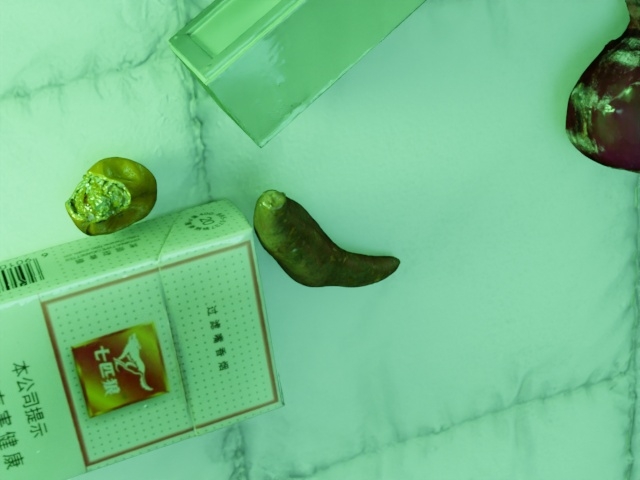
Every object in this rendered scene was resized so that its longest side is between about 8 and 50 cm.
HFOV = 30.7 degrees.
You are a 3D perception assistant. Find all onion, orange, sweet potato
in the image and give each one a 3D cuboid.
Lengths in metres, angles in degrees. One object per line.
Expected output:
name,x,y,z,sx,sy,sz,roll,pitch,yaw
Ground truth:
onion,0.348,-0.162,1.212,0.173,0.135,0.198,-12,115,-21
orange,-0.194,-0.043,1.077,0.086,0.062,0.086,-26,162,-9
sweet potato,-0.006,0.008,1.160,0.078,0.058,0.255,-41,146,13

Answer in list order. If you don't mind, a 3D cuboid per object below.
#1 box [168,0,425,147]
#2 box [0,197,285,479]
box,-0.013,-0.204,1.039,0.225,0.129,0.086,-41,122,-1
box,-0.213,0.106,1.121,0.330,0.095,0.210,-17,119,-17
